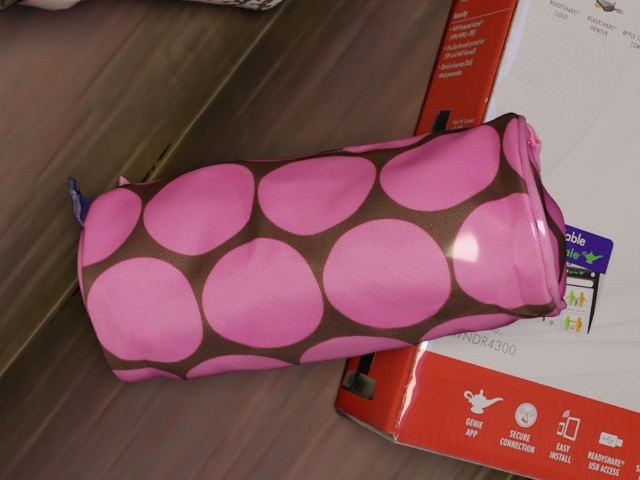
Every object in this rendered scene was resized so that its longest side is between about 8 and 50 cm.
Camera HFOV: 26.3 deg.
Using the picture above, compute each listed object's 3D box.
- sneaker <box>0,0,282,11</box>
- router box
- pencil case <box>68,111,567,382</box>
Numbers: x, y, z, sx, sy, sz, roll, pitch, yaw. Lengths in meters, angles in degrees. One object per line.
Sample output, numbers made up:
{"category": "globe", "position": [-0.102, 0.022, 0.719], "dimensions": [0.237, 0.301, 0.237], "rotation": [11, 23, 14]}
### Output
{"category": "sneaker", "position": [-0.031, -0.281, 0.586], "dimensions": [0.182, 0.158, 0.410], "rotation": [9, 107, -39]}
{"category": "router box", "position": [0.207, -0.009, 0.709], "dimensions": [0.335, 0.082, 0.301], "rotation": [17, 88, -19]}
{"category": "pencil case", "position": [0.000, 0.000, 0.590], "dimensions": [0.209, 0.098, 0.095], "rotation": [-7, 136, 14]}
